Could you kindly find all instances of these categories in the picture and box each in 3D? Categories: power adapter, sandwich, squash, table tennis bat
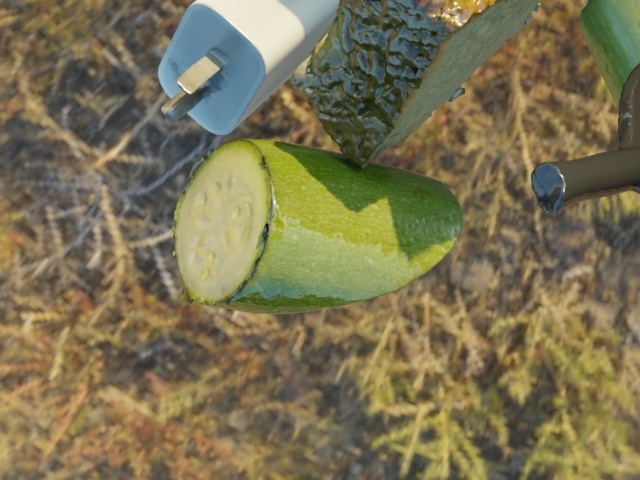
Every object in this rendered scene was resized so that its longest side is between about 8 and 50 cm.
[{"bbox_3d":[-0.094,-0.230,1.758,0.124,0.255,0.187,41,144,3],"label":"power adapter"},{"bbox_3d":[0.109,-0.223,1.486,0.131,0.262,0.325,45,148,7],"label":"sandwich"},{"bbox_3d":[0.359,-0.192,1.380,0.220,0.220,0.133,-34,76,31],"label":"squash"},{"bbox_3d":[0.000,0.000,1.550,0.260,0.189,0.189,12,134,-38],"label":"squash"},{"bbox_3d":[0.234,-0.055,0.987,0.027,0.236,0.150,-40,69,53],"label":"table tennis bat"}]
